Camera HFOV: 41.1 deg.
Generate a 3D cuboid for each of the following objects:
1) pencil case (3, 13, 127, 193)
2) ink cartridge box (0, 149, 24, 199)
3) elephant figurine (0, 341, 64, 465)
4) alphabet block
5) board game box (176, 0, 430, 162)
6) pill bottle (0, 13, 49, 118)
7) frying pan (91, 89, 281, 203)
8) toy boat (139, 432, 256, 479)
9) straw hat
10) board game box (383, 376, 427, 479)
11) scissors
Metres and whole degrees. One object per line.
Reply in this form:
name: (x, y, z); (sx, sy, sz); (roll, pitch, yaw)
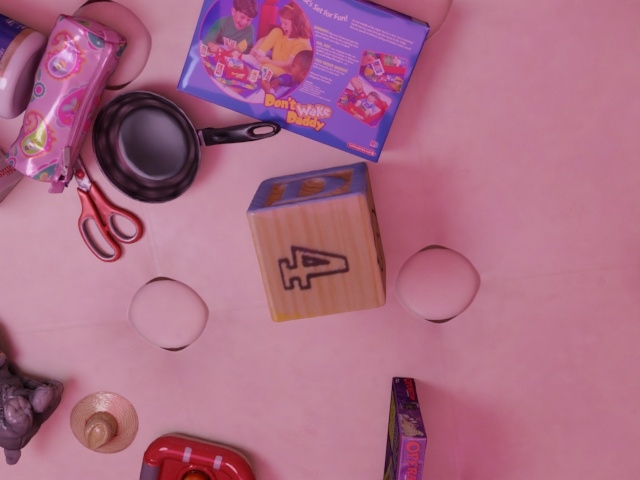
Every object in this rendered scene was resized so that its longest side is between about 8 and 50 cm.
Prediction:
pencil case: (-0.416, -0.224, 1.395); (0.124, 0.124, 0.284); (24, 103, -5)
ink cartridge box: (-0.636, -0.141, 1.422); (0.100, 0.172, 0.237); (-41, 103, 16)
elephant figurine: (-0.617, 0.266, 1.597); (0.239, 0.186, 0.169); (34, 152, 3)
alphabet block: (0.000, 0.000, 1.422); (0.194, 0.192, 0.197); (-9, 110, 9)
board game box: (-0.028, -0.297, 1.374); (0.347, 0.078, 0.233); (20, 110, -3)
pill bottle: (-0.586, -0.315, 1.367); (0.265, 0.153, 0.153); (24, 110, -5)
frying pan: (-0.240, -0.188, 1.421); (0.326, 0.053, 0.197); (-30, 102, 22)
toy boat: (-0.238, 0.473, 1.628); (0.231, 0.151, 0.151); (13, 111, -1)
straw hat: (-0.428, 0.368, 1.652); (0.145, 0.061, 0.144); (1, 110, 3)
board game box: (0.146, 0.453, 1.566); (0.056, 0.208, 0.346); (4, 111, 3)
scissors: (-0.425, -0.097, 1.504); (0.109, 0.021, 0.297); (-28, 106, 13)
